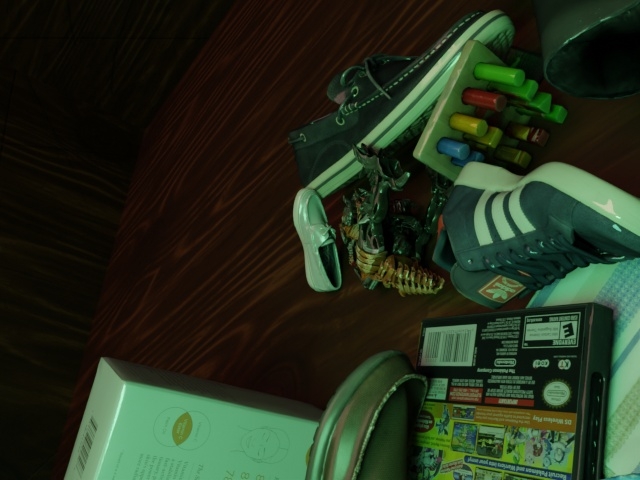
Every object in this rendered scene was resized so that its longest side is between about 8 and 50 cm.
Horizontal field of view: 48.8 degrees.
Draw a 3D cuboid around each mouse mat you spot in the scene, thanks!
[{"bbox_3d":[0.251,-0.199,1.048,0.190,0.007,0.152,-60,27,13],"label":"mouse mat"}]

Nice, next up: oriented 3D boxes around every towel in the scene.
[{"bbox_3d":[0.294,0.110,0.672,0.209,0.034,0.285,-61,27,11],"label":"towel"}]

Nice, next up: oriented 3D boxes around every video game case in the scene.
[{"bbox_3d":[0.180,0.199,0.745,0.275,0.035,0.248,-19,57,61],"label":"video game case"}]

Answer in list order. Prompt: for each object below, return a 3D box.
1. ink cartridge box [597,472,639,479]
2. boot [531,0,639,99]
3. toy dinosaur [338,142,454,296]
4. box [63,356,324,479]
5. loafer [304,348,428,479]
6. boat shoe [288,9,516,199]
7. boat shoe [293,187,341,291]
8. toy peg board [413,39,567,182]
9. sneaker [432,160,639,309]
[{"bbox_3d":[0.249,0.285,0.339,0.129,0.223,0.307,78,-163,-68],"label":"ink cartridge box"},{"bbox_3d":[0.259,-0.320,0.850,0.367,0.146,0.445,-17,49,19],"label":"boot"},{"bbox_3d":[0.115,-0.011,1.040,0.322,0.164,0.218,38,118,45],"label":"toy dinosaur"},{"bbox_3d":[-0.150,0.312,0.964,0.168,0.345,0.215,5,77,64],"label":"box"},{"bbox_3d":[0.052,0.302,0.766,0.130,0.134,0.366,12,76,35],"label":"loafer"},{"bbox_3d":[0.096,-0.222,1.122,0.187,0.156,0.500,-30,-2,-36],"label":"boat shoe"},{"bbox_3d":[0.000,0.000,1.219,0.063,0.066,0.184,0,97,48],"label":"boat shoe"},{"bbox_3d":[0.224,-0.140,0.891,0.079,0.161,0.161,29,94,49],"label":"toy peg board"},{"bbox_3d":[0.217,0.009,0.723,0.148,0.131,0.350,-63,12,0],"label":"sneaker"}]
